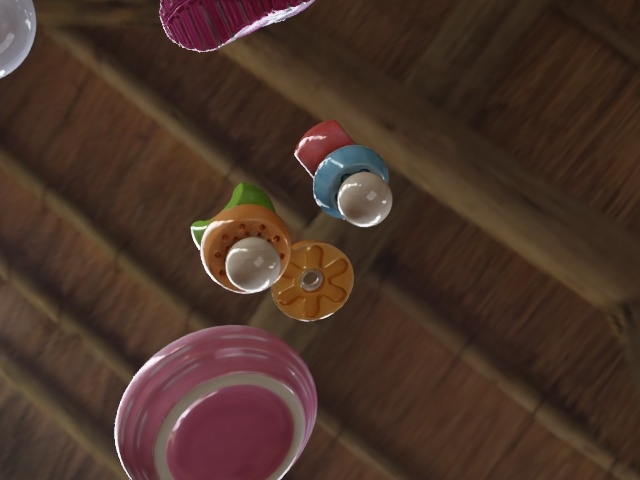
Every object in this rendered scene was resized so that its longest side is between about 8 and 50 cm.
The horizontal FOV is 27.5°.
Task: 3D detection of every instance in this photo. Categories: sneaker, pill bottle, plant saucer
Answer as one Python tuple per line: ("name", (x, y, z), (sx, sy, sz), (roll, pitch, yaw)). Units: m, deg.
("sneaker", (-0.086, -0.311, 1.668), (0.252, 0.111, 0.103), (-13, -83, 25))
("pill bottle", (-0.590, -0.355, 2.061), (0.323, 0.181, 0.182), (20, -39, 51))
("plant saucer", (-0.154, 0.296, 2.066), (0.084, 0.332, 0.332), (48, -18, 56))

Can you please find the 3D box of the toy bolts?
("toy bolts", (0.000, 0.000, 1.474), (0.218, 0.228, 0.158), (44, 6, -26))
